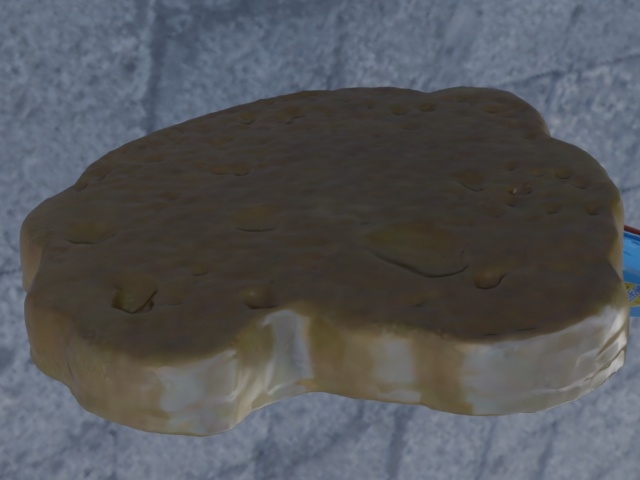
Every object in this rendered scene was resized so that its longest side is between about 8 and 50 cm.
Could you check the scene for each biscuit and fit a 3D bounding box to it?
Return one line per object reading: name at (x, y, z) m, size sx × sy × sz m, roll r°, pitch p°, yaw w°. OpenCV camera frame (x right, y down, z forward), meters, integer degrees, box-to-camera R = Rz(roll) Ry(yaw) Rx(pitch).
biscuit at (0.000, 0.000, 0.615) m, size 0.312 × 0.351 × 0.057 m, roll -13°, pitch 116°, yaw -10°

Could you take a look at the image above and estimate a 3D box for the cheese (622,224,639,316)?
cheese at (0.164, -0.001, 0.837) m, size 0.106 × 0.256 × 0.037 m, roll -48°, pitch -159°, yaw 58°
